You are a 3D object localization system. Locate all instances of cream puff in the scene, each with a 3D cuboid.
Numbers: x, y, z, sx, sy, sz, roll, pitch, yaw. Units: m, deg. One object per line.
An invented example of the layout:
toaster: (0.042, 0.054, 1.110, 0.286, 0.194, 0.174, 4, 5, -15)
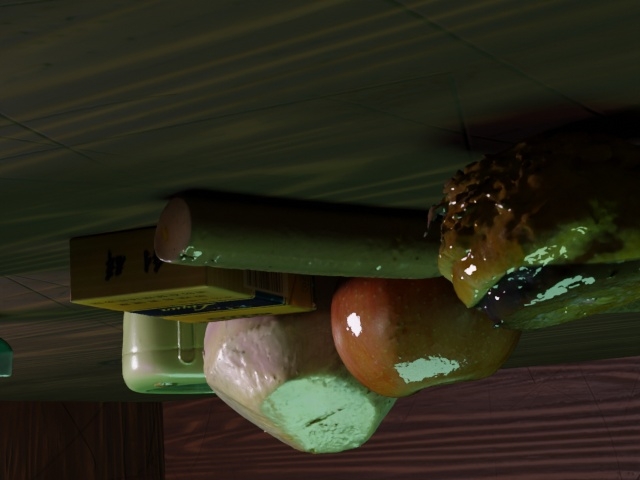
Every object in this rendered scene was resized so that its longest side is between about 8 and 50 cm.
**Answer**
cream puff: (0.168, -0.011, 0.911, 0.189, 0.129, 0.189, -12, 162, -4)

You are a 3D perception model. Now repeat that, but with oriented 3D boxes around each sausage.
sausage: (-0.002, 0.000, 1.126, 0.301, 0.066, 0.065, 6, 166, -35)

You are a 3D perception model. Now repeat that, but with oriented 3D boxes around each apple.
apple: (0.110, 0.078, 1.308, 0.201, 0.162, 0.201, -2, 169, 0)

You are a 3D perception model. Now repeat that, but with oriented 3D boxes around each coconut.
coconut: (-0.020, 0.122, 1.470, 0.236, 0.237, 0.197, -1, 129, -10)

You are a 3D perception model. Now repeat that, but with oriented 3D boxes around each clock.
clock: (-0.128, 0.144, 1.755, 0.286, 0.117, 0.348, -2, 171, -10)

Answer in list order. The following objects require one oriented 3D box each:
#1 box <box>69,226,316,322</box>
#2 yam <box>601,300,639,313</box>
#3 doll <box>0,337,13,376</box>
box: (-0.121, 0.036, 1.284, 0.152, 0.070, 0.237, -7, 167, 23)
yam: (0.439, 0.055, 1.583, 0.299, 0.066, 0.066, -2, 170, -15)
doll: (-0.545, 0.177, 1.753, 0.258, 0.153, 0.195, 11, -167, 33)
